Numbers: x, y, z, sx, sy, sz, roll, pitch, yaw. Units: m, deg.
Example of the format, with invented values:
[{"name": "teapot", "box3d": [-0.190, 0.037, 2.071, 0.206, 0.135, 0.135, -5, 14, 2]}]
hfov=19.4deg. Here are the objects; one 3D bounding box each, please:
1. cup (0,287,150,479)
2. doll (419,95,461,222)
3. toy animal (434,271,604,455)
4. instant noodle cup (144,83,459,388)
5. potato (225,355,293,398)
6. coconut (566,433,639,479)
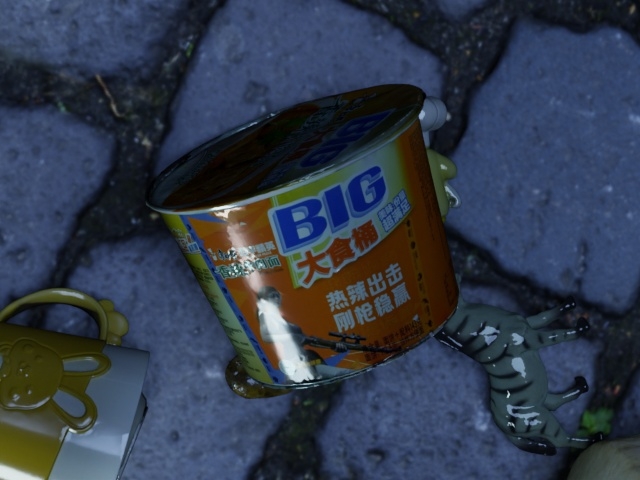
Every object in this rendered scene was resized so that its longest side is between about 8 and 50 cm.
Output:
[{"name": "cup", "box3d": [-0.283, 0.147, 1.842, 0.226, 0.185, 0.241, 16, 55, -7]}, {"name": "doll", "box3d": [0.092, -0.079, 1.954, 0.106, 0.062, 0.162, -5, 95, -11]}, {"name": "toy animal", "box3d": [0.201, 0.133, 1.985, 0.176, 0.073, 0.217, -14, 100, -6]}, {"name": "instant noodle cup", "box3d": [0.000, 0.000, 1.823, 0.296, 0.296, 0.214, -24, 107, -10]}, {"name": "potato", "box3d": [-0.058, 0.139, 1.941, 0.083, 0.040, 0.051, -6, 99, -11]}, {"name": "coconut", "box3d": [0.363, 0.335, 1.927, 0.329, 0.329, 0.328, -1, 93, -12]}]
